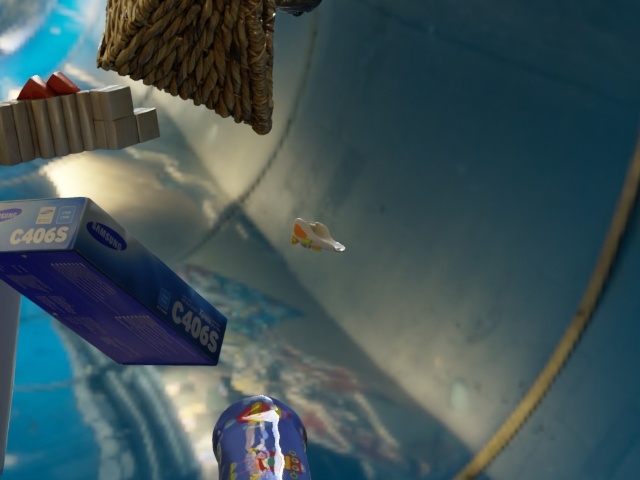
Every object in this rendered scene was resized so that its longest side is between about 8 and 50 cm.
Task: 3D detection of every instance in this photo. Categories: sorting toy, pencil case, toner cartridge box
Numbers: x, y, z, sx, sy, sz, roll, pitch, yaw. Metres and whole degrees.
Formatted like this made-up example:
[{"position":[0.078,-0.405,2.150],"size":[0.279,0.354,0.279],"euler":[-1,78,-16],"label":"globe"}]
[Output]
[{"position":[0.000,0.000,2.062],"size":[0.075,0.083,0.045],"euler":[24,-85,22],"label":"sorting toy"},{"position":[-0.063,0.304,1.464],"size":[0.306,0.119,0.133],"euler":[-103,-155,-64],"label":"pencil case"},{"position":[-0.276,0.062,1.662],"size":[0.165,0.348,0.075],"euler":[-3,-119,26],"label":"toner cartridge box"}]

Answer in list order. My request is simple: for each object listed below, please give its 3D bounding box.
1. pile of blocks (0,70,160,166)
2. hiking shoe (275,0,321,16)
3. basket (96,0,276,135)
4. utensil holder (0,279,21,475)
[{"position":[-0.412,-0.173,1.794],"size":[0.149,0.362,0.113],"euler":[-134,-144,-70],"label":"pile of blocks"},{"position":[-0.039,-0.365,1.838],"size":[0.227,0.114,0.086],"euler":[33,-74,55],"label":"hiking shoe"},{"position":[-0.099,-0.312,1.453],"size":[0.213,0.223,0.299],"euler":[-42,-144,44],"label":"basket"},{"position":[-0.596,0.140,1.856],"size":[0.327,0.327,0.385],"euler":[174,-78,-67],"label":"utensil holder"}]
